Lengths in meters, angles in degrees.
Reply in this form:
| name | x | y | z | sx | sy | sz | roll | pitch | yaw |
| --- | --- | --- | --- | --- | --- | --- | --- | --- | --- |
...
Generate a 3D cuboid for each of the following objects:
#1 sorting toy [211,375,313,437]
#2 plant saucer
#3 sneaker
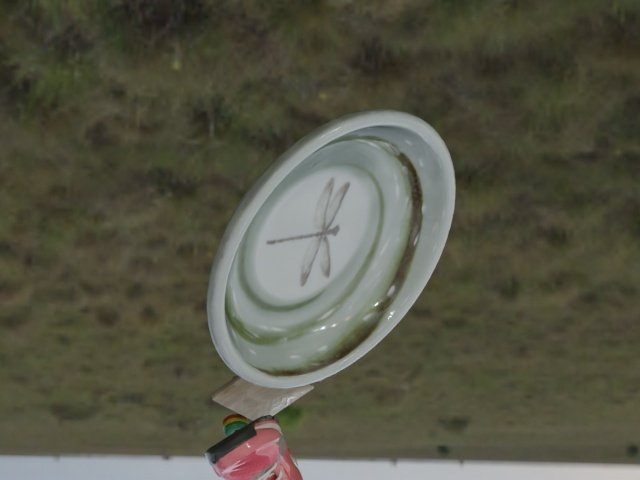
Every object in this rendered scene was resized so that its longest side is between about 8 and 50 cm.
| name | x | y | z | sx | sy | sz | roll | pitch | yaw |
| --- | --- | --- | --- | --- | --- | --- | --- | --- | --- |
| sorting toy | -0.098 | 0.250 | 2.087 | 0.274 | 0.046 | 0.132 | -36 | 134 | 21 |
| plant saucer | 0.000 | 0.000 | 1.516 | 0.100 | 0.400 | 0.400 | 36 | -166 | 38 |
| sneaker | -0.069 | 0.360 | 1.745 | 0.116 | 0.136 | 0.314 | -33 | 153 | -2 |
